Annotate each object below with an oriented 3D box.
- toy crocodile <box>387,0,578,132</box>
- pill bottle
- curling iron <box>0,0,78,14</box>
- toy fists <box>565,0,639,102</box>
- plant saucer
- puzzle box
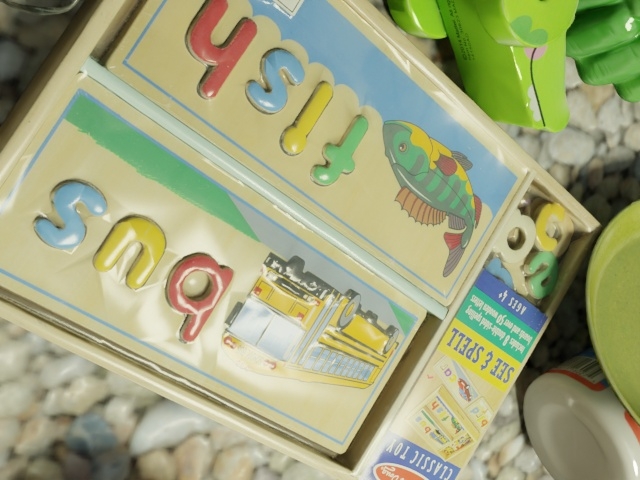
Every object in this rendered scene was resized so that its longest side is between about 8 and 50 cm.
[{"bbox_3d":[0.089,-0.219,0.474,0.105,0.115,0.340,-35,116,-18],"label":"toy crocodile"},{"bbox_3d":[0.296,0.128,0.668,0.222,0.124,0.124,-22,112,-23],"label":"pill bottle"},{"bbox_3d":[-0.089,-0.224,0.415,0.068,0.035,0.274,36,77,6],"label":"curling iron"},{"bbox_3d":[0.204,-0.231,0.543,0.142,0.096,0.279,-41,119,-19],"label":"toy fists"},{"bbox_3d":[0.307,0.075,0.605,0.241,0.037,0.240,6,64,-12],"label":"plant saucer"},{"bbox_3d":[0.000,0.000,0.514,0.409,0.052,0.272,34,85,-31],"label":"puzzle box"}]
